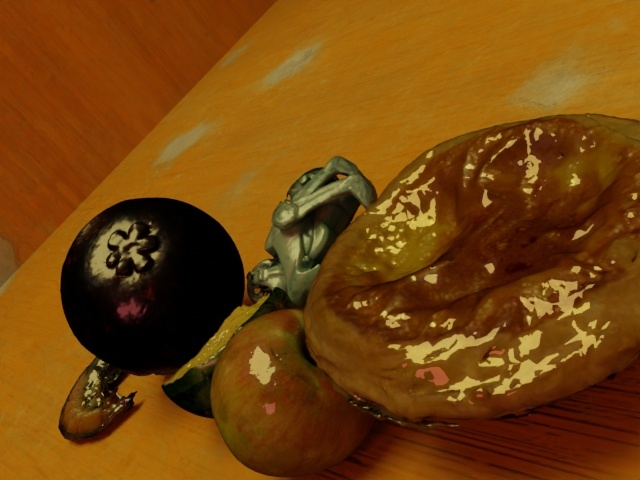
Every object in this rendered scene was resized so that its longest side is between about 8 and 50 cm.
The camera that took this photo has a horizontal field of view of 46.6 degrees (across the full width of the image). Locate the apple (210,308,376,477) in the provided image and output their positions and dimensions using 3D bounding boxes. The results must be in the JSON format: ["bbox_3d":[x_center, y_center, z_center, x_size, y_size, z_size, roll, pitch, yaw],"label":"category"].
[{"bbox_3d":[-0.033,0.182,0.868,0.196,0.196,0.196,-31,27,18],"label":"apple"}]

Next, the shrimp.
[{"bbox_3d":[-0.375,0.248,1.378,0.290,0.054,0.222,-54,27,-19],"label":"shrimp"}]

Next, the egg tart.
[{"bbox_3d":[0.193,0.039,0.788,0.443,0.178,0.443,-24,29,14],"label":"egg tart"}]

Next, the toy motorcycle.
[{"bbox_3d":[0.000,0.000,1.180,0.206,0.154,0.260,15,73,36],"label":"toy motorcycle"}]

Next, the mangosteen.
[{"bbox_3d":[-0.255,0.077,1.215,0.297,0.313,0.297,-13,65,30],"label":"mangosteen"}]

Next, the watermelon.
[{"bbox_3d":[-0.113,0.176,1.047,0.232,0.127,0.204,-43,0,11],"label":"watermelon"}]
